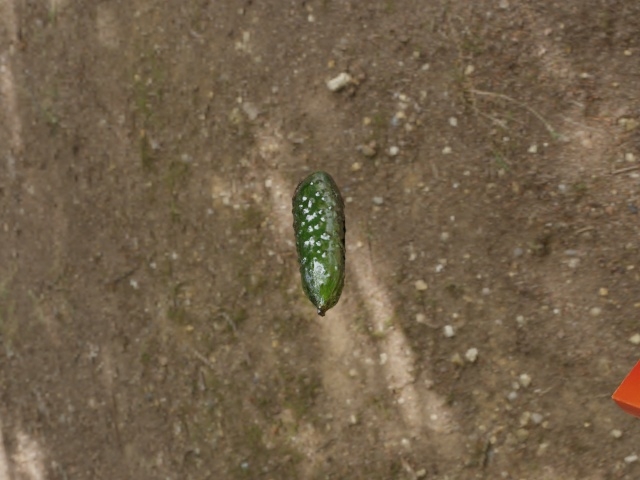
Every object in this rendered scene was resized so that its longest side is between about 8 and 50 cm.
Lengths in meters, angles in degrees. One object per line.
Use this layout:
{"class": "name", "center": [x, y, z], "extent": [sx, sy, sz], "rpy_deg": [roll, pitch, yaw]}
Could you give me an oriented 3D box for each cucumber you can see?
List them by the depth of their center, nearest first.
{"class": "cucumber", "center": [0.000, 0.000, 0.960], "extent": [0.227, 0.069, 0.069], "rpy_deg": [-94, 29, -47]}

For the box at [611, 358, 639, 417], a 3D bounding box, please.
{"class": "box", "center": [0.419, 0.092, 0.850], "extent": [0.035, 0.245, 0.139], "rpy_deg": [46, 171, -14]}
